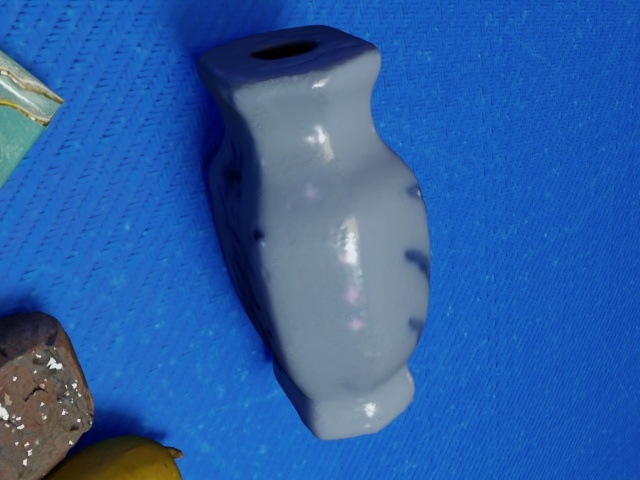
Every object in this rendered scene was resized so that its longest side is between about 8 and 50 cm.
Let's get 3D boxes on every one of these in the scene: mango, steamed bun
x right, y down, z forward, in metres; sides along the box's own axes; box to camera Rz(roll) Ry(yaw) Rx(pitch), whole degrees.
[{"bbox_3d":[-0.230,0.292,0.662,0.317,0.119,0.176,-30,132,-57],"label":"mango"},{"bbox_3d":[-0.285,0.153,0.620,0.175,0.106,0.144,-29,121,-35],"label":"steamed bun"}]

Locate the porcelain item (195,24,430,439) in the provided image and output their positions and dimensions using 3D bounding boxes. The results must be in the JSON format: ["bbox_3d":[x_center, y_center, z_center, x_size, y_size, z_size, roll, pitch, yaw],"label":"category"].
[{"bbox_3d":[0.000,0.000,0.741,0.178,0.242,0.405,-20,120,-15],"label":"porcelain item"}]

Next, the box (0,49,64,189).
[{"bbox_3d":[-0.331,-0.069,0.554,0.162,0.041,0.229,41,76,-42],"label":"box"}]
